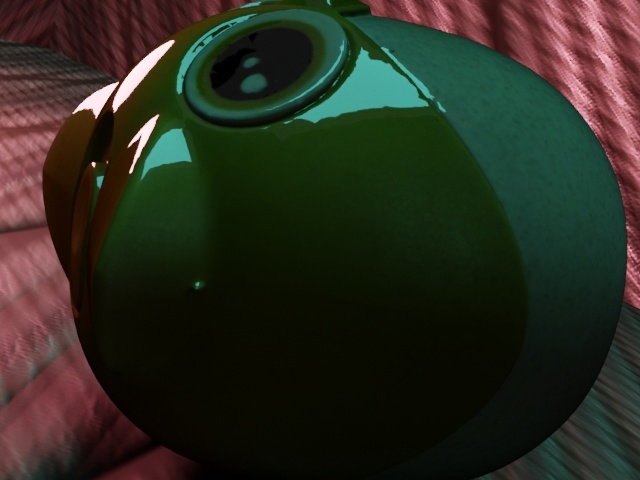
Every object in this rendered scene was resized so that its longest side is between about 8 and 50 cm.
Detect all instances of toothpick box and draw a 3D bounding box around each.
[{"bbox_3d":[0.000,0.000,0.984,0.425,0.409,0.409,7,13,-21],"label":"toothpick box"}]
